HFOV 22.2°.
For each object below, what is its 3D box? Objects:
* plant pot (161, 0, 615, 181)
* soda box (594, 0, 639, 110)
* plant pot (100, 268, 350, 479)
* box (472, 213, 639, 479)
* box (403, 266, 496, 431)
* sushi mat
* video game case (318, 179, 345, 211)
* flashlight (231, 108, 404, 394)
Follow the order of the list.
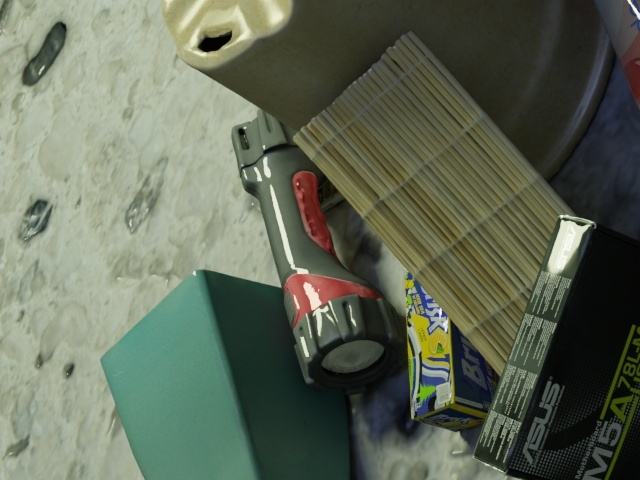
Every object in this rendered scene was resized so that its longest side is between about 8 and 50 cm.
[{"bbox_3d":[0.040,-0.209,1.456,0.334,0.305,0.333,-25,55,43],"label":"plant pot"},{"bbox_3d":[0.283,-0.196,1.328,0.083,0.092,0.263,-41,46,33],"label":"soda box"},{"bbox_3d":[-0.077,0.180,1.547,0.166,0.165,0.234,-41,52,32],"label":"plant pot"},{"bbox_3d":[0.217,0.096,1.202,0.045,0.184,0.190,19,88,51],"label":"box"},{"bbox_3d":[0.114,0.078,1.437,0.054,0.059,0.169,-27,54,43],"label":"box"},{"bbox_3d":[0.127,-0.009,1.327,0.316,0.019,0.151,49,120,3],"label":"sushi mat"},{"bbox_3d":[-0.003,-0.068,1.685,0.122,0.011,0.087,-31,51,39],"label":"video game case"},{"bbox_3d":[0.000,0.000,1.577,0.103,0.103,0.304,-32,49,21],"label":"flashlight"}]
